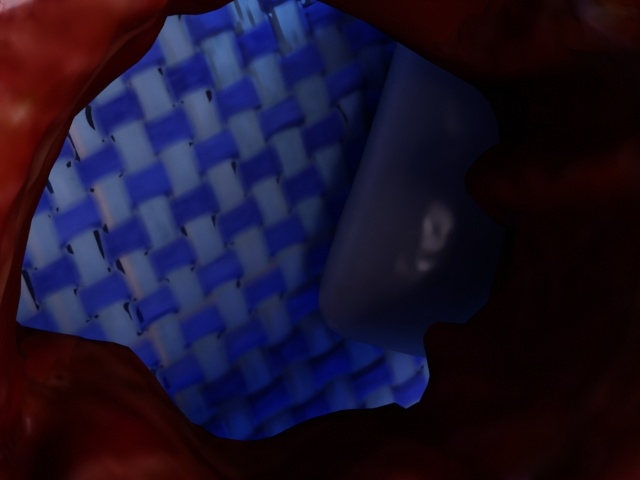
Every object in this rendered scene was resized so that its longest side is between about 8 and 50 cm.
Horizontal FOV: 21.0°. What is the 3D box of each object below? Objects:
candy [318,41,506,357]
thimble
[{"bbox_3d":[0.079,-0.032,0.702,0.138,0.071,0.174,16,94,-33],"label":"candy"},{"bbox_3d":[0.000,0.000,0.532,0.350,0.230,0.350,-1,96,-11],"label":"thimble"}]
